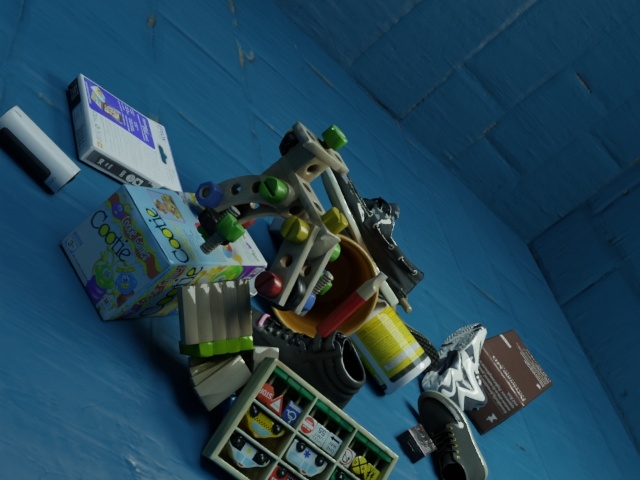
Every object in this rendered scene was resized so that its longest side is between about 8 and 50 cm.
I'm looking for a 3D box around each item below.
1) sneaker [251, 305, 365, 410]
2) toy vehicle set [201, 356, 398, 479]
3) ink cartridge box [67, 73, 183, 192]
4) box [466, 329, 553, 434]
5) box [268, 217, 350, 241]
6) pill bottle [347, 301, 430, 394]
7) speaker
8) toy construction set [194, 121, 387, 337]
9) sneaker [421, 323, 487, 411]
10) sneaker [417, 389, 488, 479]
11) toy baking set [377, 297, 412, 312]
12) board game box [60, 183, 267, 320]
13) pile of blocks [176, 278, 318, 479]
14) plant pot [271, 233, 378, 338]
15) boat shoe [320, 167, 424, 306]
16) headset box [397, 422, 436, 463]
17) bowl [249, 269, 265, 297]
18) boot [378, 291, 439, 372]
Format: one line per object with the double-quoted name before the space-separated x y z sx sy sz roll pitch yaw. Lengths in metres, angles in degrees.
"sneaker" -0.041 0.170 1.523 0.296 0.147 0.104 49 21 -2
"toy vehicle set" -0.023 0.311 1.303 0.267 0.166 0.035 41 -22 -22
"ink cartridge box" -0.350 -0.177 1.616 0.208 0.045 0.206 31 27 -42
"box" 0.458 0.353 2.319 0.191 0.143 0.381 56 22 14
"box" 0.000 0.000 1.909 0.145 0.186 0.038 37 67 -34
"pill bottle" 0.122 0.203 1.864 0.208 0.119 0.119 53 19 6
"speaker" -0.427 -0.136 1.357 0.136 0.055 0.055 47 19 -12
"toy construction set" -0.009 -0.027 1.339 0.309 0.237 0.257 45 8 -29
"sneaker" 0.341 0.316 2.102 0.153 0.094 0.235 57 46 -21
"sneaker" 0.262 0.411 1.853 0.222 0.083 0.118 57 21 16
"toy baking set" 0.097 0.086 2.035 0.197 0.030 0.256 17 23 -25
"board game box" -0.230 0.021 1.376 0.144 0.142 0.275 57 20 16
"pile of blocks" -0.123 0.217 1.340 0.113 0.149 0.362 -8 -68 61
"plant pot" 0.005 0.078 1.751 0.205 0.205 0.188 49 4 -4
"boat shoe" 0.111 -0.027 1.774 0.340 0.113 0.127 61 -3 -21
"headset box" 0.190 0.402 1.786 0.062 0.032 0.083 57 18 16
"bowl" -0.170 0.042 1.610 0.142 0.053 0.142 46 20 -13
"boot" 0.173 0.184 2.066 0.246 0.083 0.161 39 21 -18
